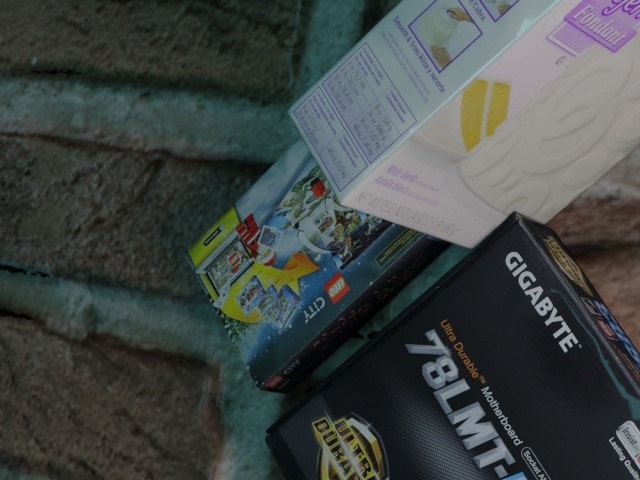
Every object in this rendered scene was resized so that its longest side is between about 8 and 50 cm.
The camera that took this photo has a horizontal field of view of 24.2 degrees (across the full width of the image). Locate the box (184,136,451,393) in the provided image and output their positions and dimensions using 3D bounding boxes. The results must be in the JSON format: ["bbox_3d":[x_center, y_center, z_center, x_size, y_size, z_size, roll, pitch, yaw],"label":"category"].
[{"bbox_3d":[0.000,0.000,1.298,0.233,0.044,0.159,-44,59,21],"label":"box"}]

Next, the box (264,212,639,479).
[{"bbox_3d":[0.133,0.183,1.150,0.293,0.073,0.296,-43,60,22],"label":"box"}]

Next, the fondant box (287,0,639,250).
[{"bbox_3d":[0.173,-0.138,1.082,0.330,0.238,0.096,-43,59,21],"label":"fondant box"}]
